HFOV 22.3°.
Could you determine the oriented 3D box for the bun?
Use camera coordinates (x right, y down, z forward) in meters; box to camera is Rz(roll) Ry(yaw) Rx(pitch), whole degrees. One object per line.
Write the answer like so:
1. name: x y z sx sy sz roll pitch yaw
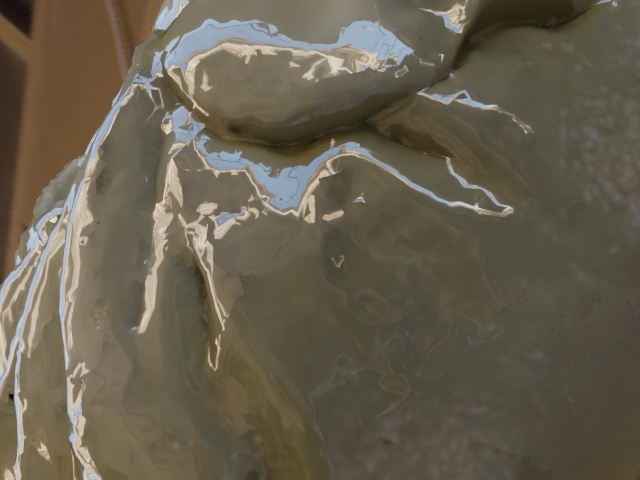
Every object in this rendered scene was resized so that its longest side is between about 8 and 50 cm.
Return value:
1. bun: 0.000 0.000 0.469 0.160 0.259 0.259 34 -84 -27
